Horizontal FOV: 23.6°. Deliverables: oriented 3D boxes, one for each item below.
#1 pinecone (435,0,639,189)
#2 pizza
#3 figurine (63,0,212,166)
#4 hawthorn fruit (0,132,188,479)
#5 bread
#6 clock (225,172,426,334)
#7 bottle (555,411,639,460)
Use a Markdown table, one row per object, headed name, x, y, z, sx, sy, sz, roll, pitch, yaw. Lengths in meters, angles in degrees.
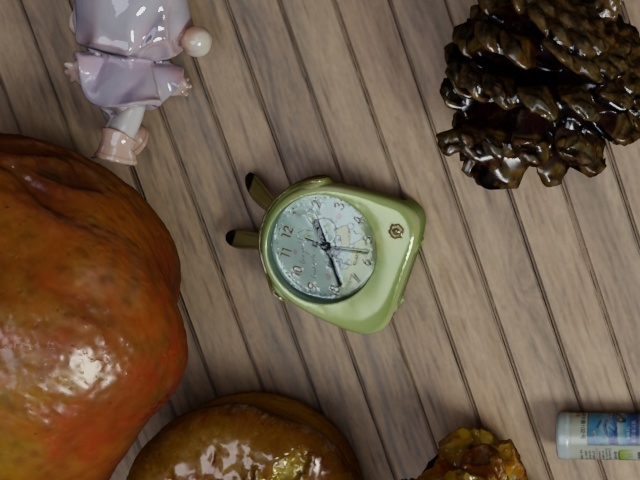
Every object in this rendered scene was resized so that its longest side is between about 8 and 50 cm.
| name | x | y | z | sx | sy | sz | roll | pitch | yaw |
| --- | --- | --- | --- | --- | --- | --- | --- | --- | --- |
| pinecone | 0.244 | -0.170 | 1.660 | 0.243 | 0.243 | 0.257 | 42 | 151 | 1 |
| pizza | 0.210 | 0.347 | 1.775 | 0.114 | 0.278 | 0.409 | -29 | 131 | 23 |
| figurine | -0.227 | -0.227 | 1.798 | 0.200 | 0.133 | 0.276 | 12 | 105 | 27 |
| hawthorn fruit | -0.380 | 0.074 | 1.734 | 0.471 | 0.472 | 0.472 | 3 | 104 | 12 |
| bread | -0.081 | 0.326 | 1.880 | 0.312 | 0.172 | 0.312 | 3 | 107 | 9 |
| clock | 0.000 | 0.000 | 1.833 | 0.232 | 0.069 | 0.170 | 21 | 107 | 9 |
| bottle | 0.387 | 0.232 | 1.803 | 0.217 | 0.060 | 0.060 | 0 | 103 | 13 |
